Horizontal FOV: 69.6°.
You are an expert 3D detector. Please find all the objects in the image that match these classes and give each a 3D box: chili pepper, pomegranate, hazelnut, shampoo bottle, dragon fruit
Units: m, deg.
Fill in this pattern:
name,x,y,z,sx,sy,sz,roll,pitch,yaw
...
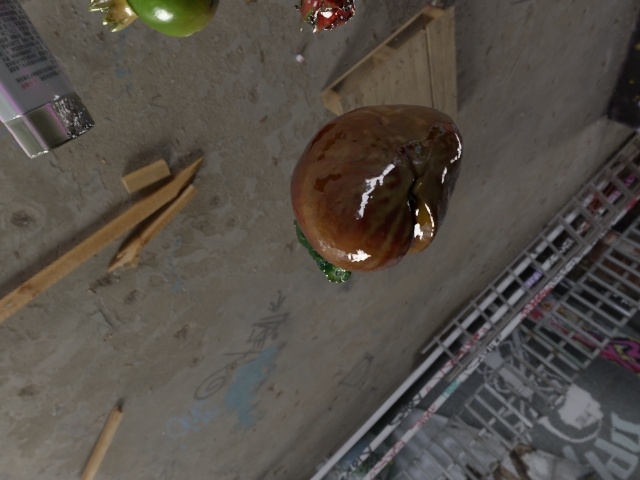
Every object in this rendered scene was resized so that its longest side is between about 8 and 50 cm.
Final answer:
name,x,y,z,sx,sy,sz,roll,pitch,yaw
chili pepper,0.001,-0.002,0.923,0.098,0.224,0.060,13,118,-23
pomegranate,-0.442,-0.675,1.171,0.359,0.309,0.216,-28,-177,6
hazelnut,0.083,-0.080,0.616,0.252,0.217,0.217,-38,145,-19
shampoo bottle,-0.308,-0.195,0.430,0.086,0.056,0.227,-71,142,-53
dragon fruit,0.022,-0.703,1.328,0.182,0.182,0.188,-30,173,-27
